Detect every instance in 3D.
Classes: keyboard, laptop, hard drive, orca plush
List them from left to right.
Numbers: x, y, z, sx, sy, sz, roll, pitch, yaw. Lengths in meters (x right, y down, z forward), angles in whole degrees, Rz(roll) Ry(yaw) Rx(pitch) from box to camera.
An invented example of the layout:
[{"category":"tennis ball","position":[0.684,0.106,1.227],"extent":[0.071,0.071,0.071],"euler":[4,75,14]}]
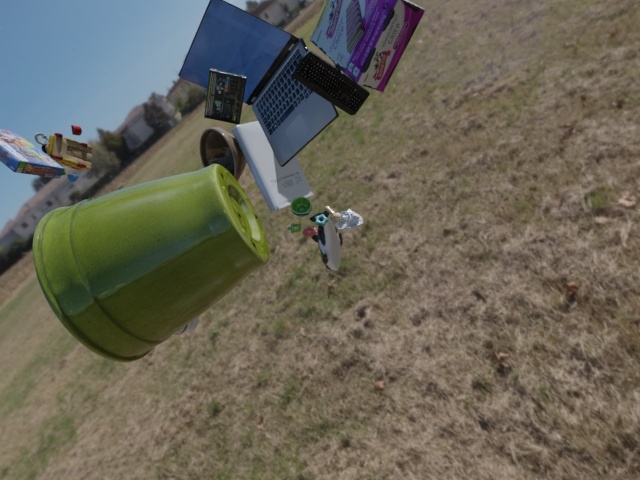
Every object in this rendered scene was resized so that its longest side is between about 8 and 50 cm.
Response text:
[{"category":"laptop","position":[-0.210,-0.462,1.369],"extent":[0.236,0.407,0.382],"euler":[-25,-1,-35]},{"category":"hard drive","position":[-0.183,-0.305,1.726],"extent":[0.047,0.352,0.233],"euler":[-20,7,45]},{"category":"orca plush","position":[0.000,0.000,1.600],"extent":[0.102,0.287,0.151],"euler":[11,62,26]},{"category":"keyboard","position":[0.037,-0.377,1.024],"extent":[0.100,0.192,0.038],"euler":[-56,32,19]}]

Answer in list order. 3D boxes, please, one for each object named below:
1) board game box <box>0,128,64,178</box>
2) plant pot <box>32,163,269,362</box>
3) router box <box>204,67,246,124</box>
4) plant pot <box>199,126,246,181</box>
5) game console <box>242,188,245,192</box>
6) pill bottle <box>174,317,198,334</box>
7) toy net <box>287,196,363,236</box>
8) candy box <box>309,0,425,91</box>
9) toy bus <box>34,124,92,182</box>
[{"category":"board game box","position":[-0.814,-0.239,1.158],"extent":[0.035,0.201,0.136],"euler":[-58,-13,9]},{"category":"plant pot","position":[-0.314,0.015,0.930],"extent":[0.353,0.366,0.366],"euler":[-26,26,5]},{"category":"router box","position":[-0.243,-0.366,1.107],"extent":[0.038,0.092,0.122],"euler":[-109,30,-63]},{"category":"plant pot","position":[-0.371,-0.339,1.731],"extent":[0.110,0.237,0.237],"euler":[-28,11,-40]},{"category":"game console","position":[-0.471,-0.024,1.688],"extent":[0.387,0.060,0.341],"euler":[-19,48,23]},{"category":"pill bottle","position":[-0.461,0.243,1.340],"extent":[0.094,0.169,0.094],"euler":[-8,72,25]},{"category":"toy net","position":[0.016,-0.068,1.355],"extent":[0.232,0.045,0.122],"euler":[7,58,9]},{"category":"candy box","position":[0.079,-0.419,0.850],"extent":[0.159,0.071,0.233],"euler":[-62,40,30]},{"category":"toy bus","position":[-0.973,-0.332,1.637],"extent":[0.105,0.202,0.191],"euler":[-4,33,27]}]
